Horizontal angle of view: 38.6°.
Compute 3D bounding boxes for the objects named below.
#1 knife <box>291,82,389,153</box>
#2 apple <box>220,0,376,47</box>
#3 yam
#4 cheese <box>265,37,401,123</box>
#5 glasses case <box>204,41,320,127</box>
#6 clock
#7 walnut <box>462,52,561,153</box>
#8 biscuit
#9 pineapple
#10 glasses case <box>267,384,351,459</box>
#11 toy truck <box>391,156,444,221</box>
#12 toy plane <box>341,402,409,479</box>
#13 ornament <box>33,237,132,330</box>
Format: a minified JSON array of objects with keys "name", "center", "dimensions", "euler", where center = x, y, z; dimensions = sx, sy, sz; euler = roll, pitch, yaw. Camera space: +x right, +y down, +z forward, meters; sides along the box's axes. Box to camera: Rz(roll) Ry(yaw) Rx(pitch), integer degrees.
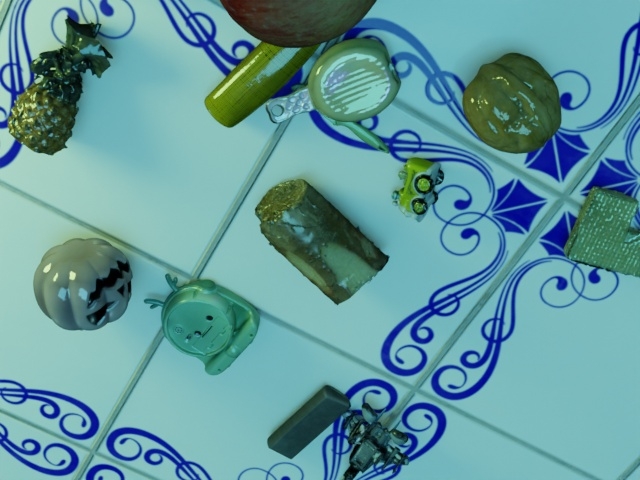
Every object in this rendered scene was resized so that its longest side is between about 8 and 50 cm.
[{"name":"knife","center":[0.036,-0.208,1.583],"dimensions":[0.207,0.014,0.030],"euler":[35,114,-13]},{"name":"apple","center":[-0.033,-0.447,1.292],"dimensions":[0.269,0.345,0.345],"euler":[-14,116,8]},{"name":"yam","center":[-0.001,0.000,1.635],"dimensions":[0.238,0.129,0.128],"euler":[45,146,-18]},{"name":"cheese","center":[0.017,-0.250,1.520],"dimensions":[0.227,0.064,0.137],"euler":[-21,116,5]},{"name":"glasses case","center":[-0.095,-0.278,1.523],"dimensions":[0.234,0.064,0.079],"euler":[-40,103,22]},{"name":"clock","center":[-0.235,0.153,1.757],"dimensions":[0.210,0.066,0.159],"euler":[35,113,-14]},{"name":"walnut","center":[0.314,-0.220,1.494],"dimensions":[0.166,0.149,0.167],"euler":[1,86,-9]},{"name":"biscuit","center":[0.576,-0.006,1.645],"dimensions":[0.249,0.046,0.147],"euler":[13,116,-4]},{"name":"pineapple","center":[-0.431,-0.263,1.529],"dimensions":[0.119,0.111,0.237],"euler":[14,116,-39]},{"name":"glasses case","center":[-0.026,0.374,1.877],"dimensions":[0.072,0.042,0.190],"euler":[35,114,-23]},{"name":"toy truck","center":[0.167,-0.090,1.610],"dimensions":[0.076,0.076,0.111],"euler":[23,117,18]},{"name":"toy plane","center":[0.088,0.444,1.888],"dimensions":[0.169,0.078,0.246],"euler":[37,120,14]},{"name":"ornament","center":[-0.430,0.086,1.672],"dimensions":[0.177,0.177,0.178],"euler":[1,118,2]}]
